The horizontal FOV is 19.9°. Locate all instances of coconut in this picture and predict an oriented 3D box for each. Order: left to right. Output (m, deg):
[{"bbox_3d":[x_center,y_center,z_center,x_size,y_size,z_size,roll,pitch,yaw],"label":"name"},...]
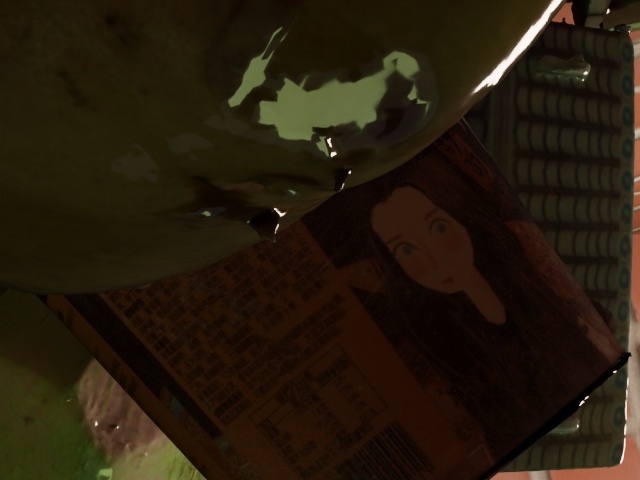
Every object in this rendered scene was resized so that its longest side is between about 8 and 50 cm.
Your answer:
[{"bbox_3d":[-0.173,0.100,1.327,0.281,0.328,0.328,20,-178,14],"label":"coconut"}]

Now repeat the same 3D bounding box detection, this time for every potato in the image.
[{"bbox_3d":[-0.049,-0.064,0.470,0.262,0.165,0.165,-20,170,40],"label":"potato"}]

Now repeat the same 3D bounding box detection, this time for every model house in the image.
[{"bbox_3d":[0.065,-0.001,0.975,0.198,0.224,0.215,3,179,-12],"label":"model house"}]

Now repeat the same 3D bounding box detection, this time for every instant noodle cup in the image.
[{"bbox_3d":[0.004,0.022,0.779,0.217,0.207,0.217,-37,173,-5],"label":"instant noodle cup"}]

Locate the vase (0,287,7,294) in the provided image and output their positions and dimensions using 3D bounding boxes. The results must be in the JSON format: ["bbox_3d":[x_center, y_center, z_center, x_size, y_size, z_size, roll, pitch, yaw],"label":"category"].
[{"bbox_3d":[-0.169,-0.037,0.799,0.120,0.120,0.183,-8,160,-28],"label":"vase"}]

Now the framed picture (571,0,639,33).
[{"bbox_3d":[0.288,-0.156,0.849,0.335,0.022,0.247,-11,175,5],"label":"framed picture"}]
